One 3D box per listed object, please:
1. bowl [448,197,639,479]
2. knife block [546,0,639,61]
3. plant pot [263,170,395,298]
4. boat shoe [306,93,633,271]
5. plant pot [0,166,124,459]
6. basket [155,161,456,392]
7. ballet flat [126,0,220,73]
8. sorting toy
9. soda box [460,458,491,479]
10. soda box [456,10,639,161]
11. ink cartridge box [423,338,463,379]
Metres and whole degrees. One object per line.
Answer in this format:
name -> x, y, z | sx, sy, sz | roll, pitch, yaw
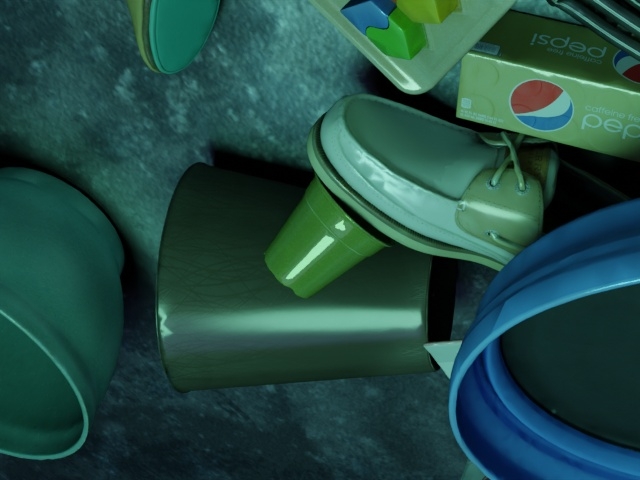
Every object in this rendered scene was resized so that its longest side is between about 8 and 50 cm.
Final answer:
bowl -> 0.283, 0.102, 0.764 | 0.391, 0.077, 0.391 | 8, 145, 6
knife block -> 0.252, -0.161, 0.674 | 0.275, 0.242, 0.088 | -6, 158, -32
plant pot -> 0.000, 0.000, 0.870 | 0.083, 0.083, 0.079 | 41, 106, -16
boat shoe -> 0.140, -0.036, 0.850 | 0.302, 0.113, 0.103 | 25, 141, -14
plant pot -> -0.316, 0.051, 1.137 | 0.293, 0.196, 0.293 | 16, 140, 14
basket -> -0.006, 0.038, 0.973 | 0.226, 0.205, 0.154 | 3, 176, 17
ballet flat -> -0.108, -0.226, 0.824 | 0.073, 0.080, 0.232 | 47, 144, 22
sorting toy -> 0.023, -0.185, 0.721 | 0.193, 0.038, 0.208 | 44, 164, -1
soda box -> 0.264, 0.292, 1.152 | 0.263, 0.083, 0.092 | 42, 140, -18
soda box -> 0.189, -0.103, 0.780 | 0.181, 0.058, 0.061 | 17, 140, 15
ink cartridge box -> 0.265, 0.115, 0.910 | 0.296, 0.066, 0.261 | -7, 140, 25
